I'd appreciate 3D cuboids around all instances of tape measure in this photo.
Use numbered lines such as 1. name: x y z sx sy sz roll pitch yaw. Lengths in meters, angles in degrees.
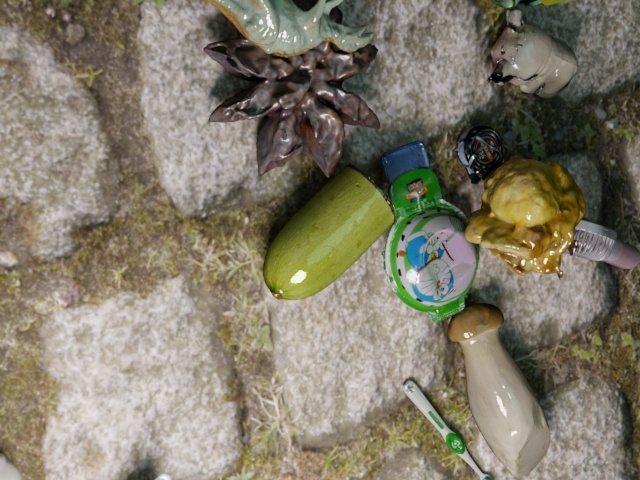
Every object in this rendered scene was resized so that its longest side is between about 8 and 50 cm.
1. tape measure: 0.294 -0.163 1.947 0.091 0.054 0.094 -35 114 -23

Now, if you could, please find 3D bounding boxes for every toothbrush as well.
1. toothbrush: 0.242 0.367 1.964 0.030 0.030 0.304 -45 108 -18

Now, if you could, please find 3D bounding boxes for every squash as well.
1. squash: 0.000 0.000 1.761 0.247 0.132 0.132 -42 110 -14

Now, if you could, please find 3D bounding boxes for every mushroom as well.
1. mushroom: 0.332 0.281 1.954 0.128 0.128 0.350 -24 99 -24

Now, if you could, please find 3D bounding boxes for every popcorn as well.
1. popcorn: 0.373 -0.053 1.880 0.191 0.190 0.253 23 40 4

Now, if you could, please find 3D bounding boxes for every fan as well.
1. fan: 0.533 0.005 2.051 0.244 0.130 0.074 18 87 -41

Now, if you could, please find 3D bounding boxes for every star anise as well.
1. star anise: -0.034 -0.255 1.735 0.332 0.117 0.331 -1 93 -20

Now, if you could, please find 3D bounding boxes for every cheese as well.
1. cheese: 0.186 -0.013 1.880 0.204 0.083 0.320 -22 103 -25

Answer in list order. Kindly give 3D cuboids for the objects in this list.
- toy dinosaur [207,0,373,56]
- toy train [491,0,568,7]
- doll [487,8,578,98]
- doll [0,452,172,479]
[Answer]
1. toy dinosaur: -0.094 -0.371 1.598 0.393 0.092 0.205 -6 125 -19
2. toy train: 0.459 -0.580 1.903 0.160 0.253 0.397 41 75 -25
3. doll: 0.393 -0.336 1.969 0.192 0.095 0.149 14 88 -30
4. doll: -0.379 0.505 1.576 0.423 0.161 0.348 11 84 -21
